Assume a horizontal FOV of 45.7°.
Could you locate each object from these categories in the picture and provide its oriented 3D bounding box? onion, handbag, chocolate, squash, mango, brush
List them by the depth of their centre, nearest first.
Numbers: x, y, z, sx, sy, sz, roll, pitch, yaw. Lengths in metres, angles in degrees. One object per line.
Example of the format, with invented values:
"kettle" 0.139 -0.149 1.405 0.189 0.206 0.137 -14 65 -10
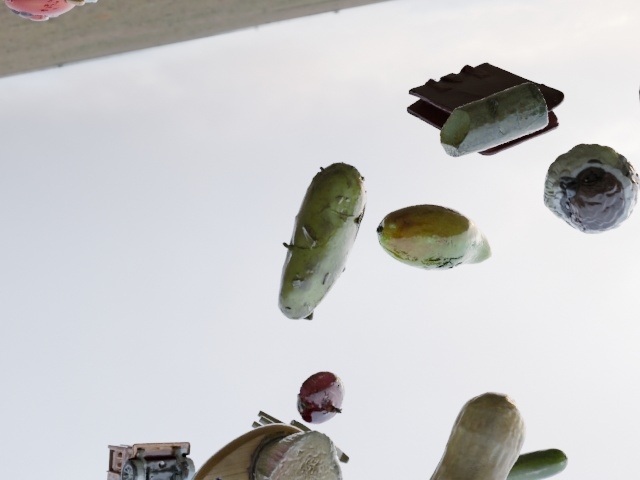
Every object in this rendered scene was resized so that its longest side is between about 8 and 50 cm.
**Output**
"mango" 0.199 -0.003 1.260 0.232 0.111 0.125 12 -159 -31
"chocolate" 0.262 0.409 1.330 0.134 0.134 0.309 8 -113 48
"brush" -0.106 0.450 1.446 0.266 0.175 0.166 -6 176 -21
"handbag" 0.368 -0.303 1.708 0.260 0.084 0.275 -23 -138 -25
"squash" 0.450 0.514 1.711 0.252 0.066 0.066 -29 180 42
"onion" 0.018 0.426 1.996 0.150 0.150 0.140 -23 -149 -36

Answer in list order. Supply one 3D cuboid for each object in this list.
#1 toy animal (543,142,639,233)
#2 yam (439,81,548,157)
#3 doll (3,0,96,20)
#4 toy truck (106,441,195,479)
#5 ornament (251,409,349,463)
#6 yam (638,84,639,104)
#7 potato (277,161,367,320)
"toy animal" 0.304 -0.048 0.810 0.137 0.098 0.098 14 -175 -26
"yam" 0.224 -0.158 1.003 0.146 0.070 0.070 -17 -167 20
"doll" -0.486 -0.455 1.385 0.183 0.085 0.217 14 -143 20
"toy truck" -0.426 0.677 1.816 0.173 0.388 0.206 11 165 -41
"ornament" -0.050 0.504 1.934 0.061 0.244 0.230 -60 180 -22
"yam" 0.345 -0.133 0.543 0.093 0.093 0.259 -16 176 -19
"potato" 0.000 0.000 1.019 0.090 0.226 0.117 20 171 3
